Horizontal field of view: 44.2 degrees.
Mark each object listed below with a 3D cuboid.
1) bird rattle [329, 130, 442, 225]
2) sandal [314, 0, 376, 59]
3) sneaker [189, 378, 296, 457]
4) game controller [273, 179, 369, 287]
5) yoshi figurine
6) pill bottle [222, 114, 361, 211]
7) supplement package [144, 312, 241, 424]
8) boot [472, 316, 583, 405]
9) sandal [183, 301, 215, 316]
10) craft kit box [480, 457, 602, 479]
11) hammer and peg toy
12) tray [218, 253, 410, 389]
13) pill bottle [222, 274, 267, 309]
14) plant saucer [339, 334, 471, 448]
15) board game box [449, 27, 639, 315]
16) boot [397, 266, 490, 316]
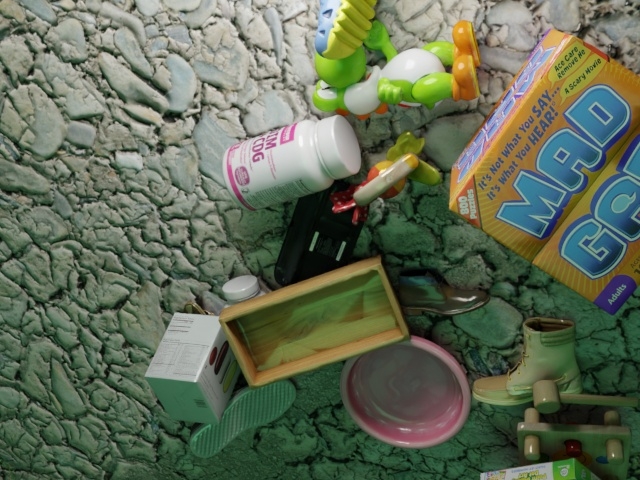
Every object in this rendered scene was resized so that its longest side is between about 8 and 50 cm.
[{"bbox_3d":[0.131,-0.134,1.711,0.253,0.207,0.143,-28,90,4],"label":"bird rattle"},{"bbox_3d":[0.042,-0.509,1.572,0.138,0.126,0.318,12,78,24],"label":"sandal"},{"bbox_3d":[-0.218,0.451,2.136,0.321,0.127,0.126,-31,111,0],"label":"sneaker"},{"bbox_3d":[0.000,0.000,1.902,0.166,0.067,0.319,16,119,-9],"label":"game controller"},{"bbox_3d":[0.138,-0.361,1.627,0.362,0.203,0.203,-8,96,21],"label":"yoshi figurine"},{"bbox_3d":[-0.063,-0.175,1.763,0.283,0.160,0.160,-15,109,25],"label":"pill bottle"},{"bbox_3d":[-0.315,0.326,2.012,0.149,0.203,0.194,2,137,19],"label":"supplement package"},{"bbox_3d":[0.482,0.286,1.873,0.261,0.095,0.204,-6,113,16],"label":"boot"},{"bbox_3d":[-0.294,0.219,2.083,0.072,0.049,0.180,-20,124,38],"label":"sandal"},{"bbox_3d":[0.549,0.604,1.864,0.246,0.061,0.250,-26,129,35],"label":"craft kit box"},{"bbox_3d":[0.599,0.478,1.846,0.265,0.127,0.361,-1,138,15],"label":"hammer and peg toy"},{"bbox_3d":[-0.013,0.197,1.882,0.410,0.076,0.203,-19,107,11],"label":"tray"},{"bbox_3d":[-0.175,0.204,1.999,0.121,0.121,0.216,-8,112,18],"label":"pill bottle"},{"bbox_3d":[0.216,0.370,1.988,0.332,0.084,0.332,7,117,14],"label":"plant saucer"},{"bbox_3d":[0.493,-0.149,1.496,0.356,0.356,0.356,33,110,-1],"label":"board game box"},{"bbox_3d":[0.284,0.116,1.857,0.219,0.082,0.106,-8,114,20],"label":"boot"}]
